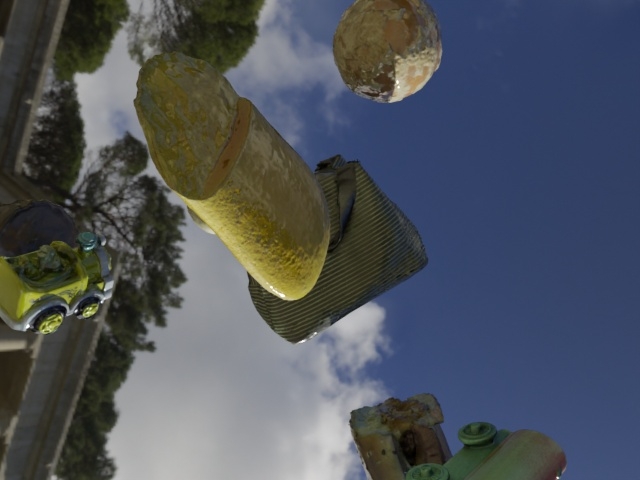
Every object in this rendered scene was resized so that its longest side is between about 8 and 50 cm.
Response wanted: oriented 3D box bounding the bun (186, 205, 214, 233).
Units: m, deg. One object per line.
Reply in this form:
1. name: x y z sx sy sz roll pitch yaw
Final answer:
1. bun: -0.118 -0.097 0.881 0.183 0.102 0.183 -22 -143 17

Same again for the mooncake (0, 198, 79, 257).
1. mooncake: -0.754 -0.001 1.622 0.124 0.228 0.228 12 -88 43

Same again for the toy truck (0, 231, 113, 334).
1. toy truck: -0.243 0.030 0.582 0.076 0.111 0.077 38 -55 22

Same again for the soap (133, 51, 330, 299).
1. soap: -0.041 -0.030 0.357 0.033 0.168 0.089 -8 -124 30

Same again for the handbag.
1. handbag: 0.000 0.000 1.166 0.341 0.240 0.247 -31 -162 -4

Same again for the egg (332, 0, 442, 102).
1. egg: 0.123 -0.354 1.150 0.203 0.245 0.203 0 -81 2

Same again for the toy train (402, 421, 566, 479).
1. toy train: 0.250 0.369 0.938 0.177 0.285 0.116 -3 -81 43

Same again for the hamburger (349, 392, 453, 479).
1. hamburger: 0.188 0.454 1.255 0.195 0.318 0.276 -18 -98 1

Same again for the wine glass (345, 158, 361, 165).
1. wine glass: 0.026 -0.038 1.512 0.264 0.096 0.309 -163 -115 -64
